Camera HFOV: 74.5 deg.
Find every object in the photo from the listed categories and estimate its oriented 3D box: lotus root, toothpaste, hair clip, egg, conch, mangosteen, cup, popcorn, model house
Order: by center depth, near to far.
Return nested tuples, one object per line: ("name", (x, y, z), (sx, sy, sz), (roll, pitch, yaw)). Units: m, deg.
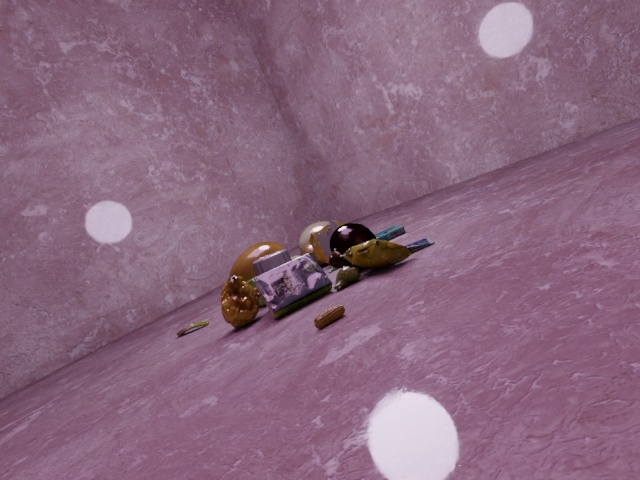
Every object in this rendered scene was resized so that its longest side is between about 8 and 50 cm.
("conch", (0.093, 0.134, 1.490), (0.121, 0.074, 0.089), (-43, -24, -17))
("toothpaste", (0.319, 0.035, 1.555), (0.197, 0.035, 0.057), (-23, 20, 3))
("popcorn", (-0.310, 0.234, 1.609), (0.140, 0.194, 0.163), (-25, -21, 20))
("mangosteen", (0.128, 0.031, 1.659), (0.209, 0.210, 0.210), (-24, 4, 2))
("cup", (-0.176, 0.154, 1.675), (0.166, 0.202, 0.221), (-24, 3, -32))
("hair clip", (-0.613, 0.415, 1.998), (0.188, 0.033, 0.060), (-23, 7, 15))
("egg", (-0.297, 0.145, 2.095), (0.322, 0.250, 0.250), (-29, 5, -12))
("model house", (0.078, 0.031, 2.096), (0.207, 0.219, 0.136), (-32, -16, 7))
("lotus root", (-0.015, 0.070, 2.206), (0.256, 0.140, 0.154), (-19, -5, -32))
("egg", (0.000, 0.000, 2.472), (0.269, 0.219, 0.219), (-19, 6, 16))

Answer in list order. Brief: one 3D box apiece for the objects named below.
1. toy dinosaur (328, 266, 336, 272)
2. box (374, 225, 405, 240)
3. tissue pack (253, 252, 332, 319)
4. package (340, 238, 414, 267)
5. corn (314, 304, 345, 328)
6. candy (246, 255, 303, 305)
("toy dinosaur", (0.070, 0.123, 1.905), (0.083, 0.021, 0.062), (-25, 10, 39))
("box", (0.301, -0.013, 2.131), (0.229, 0.042, 0.162), (-24, 4, -4))
("tissue pack", (-0.099, 0.157, 1.509), (0.235, 0.173, 0.073), (-24, -38, -17))
("package", (0.194, 0.050, 1.477), (0.168, 0.090, 0.226), (14, -19, -30))
("corn", (0.024, 0.203, 1.127), (0.092, 0.037, 0.037), (-23, 4, -19))
("candy", (-0.182, 0.176, 1.910), (0.142, 0.132, 0.343), (-27, 2, 45))
